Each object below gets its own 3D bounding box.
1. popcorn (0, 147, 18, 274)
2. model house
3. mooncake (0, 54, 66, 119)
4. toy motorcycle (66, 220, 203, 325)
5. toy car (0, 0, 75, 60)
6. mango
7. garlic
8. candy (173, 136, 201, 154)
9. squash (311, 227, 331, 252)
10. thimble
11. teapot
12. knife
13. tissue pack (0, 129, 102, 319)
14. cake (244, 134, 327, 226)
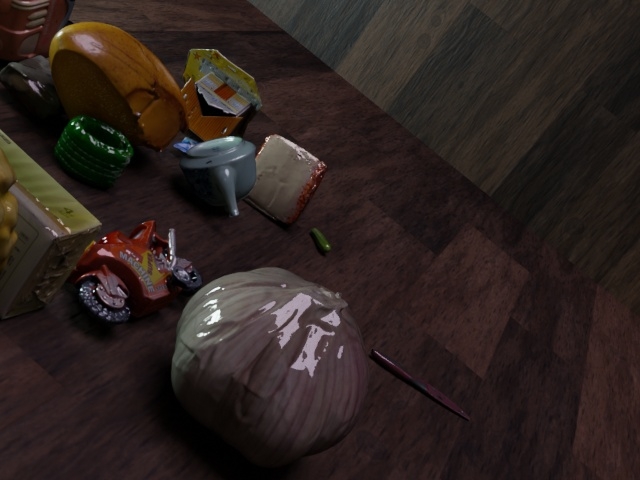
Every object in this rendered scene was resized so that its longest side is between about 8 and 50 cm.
[{"bbox_3d":[-0.527,-0.048,1.070,0.349,0.349,0.382,21,1,-37],"label":"popcorn"},{"bbox_3d":[-0.269,-0.313,2.212,0.219,0.207,0.136,39,45,2],"label":"model house"},{"bbox_3d":[-0.532,-0.283,1.815,0.130,0.073,0.125,40,23,0],"label":"mooncake"},{"bbox_3d":[-0.294,0.044,1.485,0.171,0.089,0.298,41,20,11],"label":"toy motorcycle"},{"bbox_3d":[-0.599,-0.468,1.877,0.180,0.270,0.212,34,39,3],"label":"toy car"},{"bbox_3d":[-0.393,-0.287,1.813,0.199,0.201,0.350,56,5,37],"label":"mango"},{"bbox_3d":[-0.063,0.165,1.373,0.317,0.259,0.317,33,26,-18],"label":"garlic"},{"bbox_3d":[-0.272,-0.200,2.120,0.088,0.038,0.136,23,14,-1],"label":"candy"},{"bbox_3d":[0.001,0.000,2.150,0.027,0.027,0.089,24,21,-33],"label":"squash"},{"bbox_3d":[-0.408,-0.160,1.735,0.130,0.090,0.118,37,19,-1],"label":"thimble"},{"bbox_3d":[-0.199,-0.126,1.960,0.159,0.159,0.232,30,12,-19],"label":"teapot"},{"bbox_3d":[0.197,0.284,1.886,0.247,0.018,0.035,36,17,-12],"label":"knife"},{"bbox_3d":[-0.440,-0.030,1.307,0.234,0.159,0.125,41,21,10],"label":"tissue pack"},{"bbox_3d":[-0.072,-0.164,2.190,0.158,0.159,0.262,33,19,-4],"label":"cake"}]
